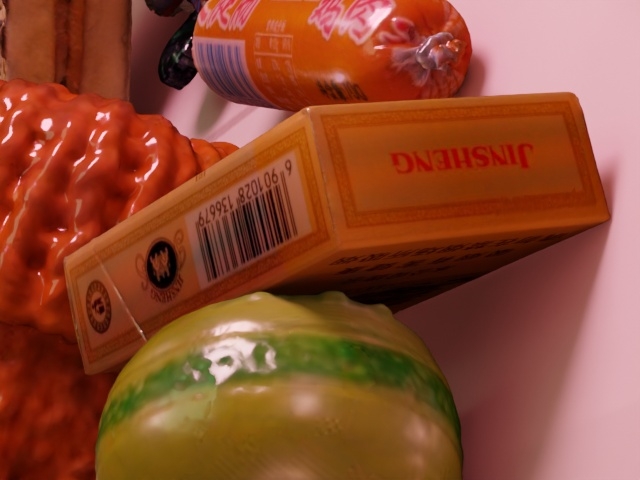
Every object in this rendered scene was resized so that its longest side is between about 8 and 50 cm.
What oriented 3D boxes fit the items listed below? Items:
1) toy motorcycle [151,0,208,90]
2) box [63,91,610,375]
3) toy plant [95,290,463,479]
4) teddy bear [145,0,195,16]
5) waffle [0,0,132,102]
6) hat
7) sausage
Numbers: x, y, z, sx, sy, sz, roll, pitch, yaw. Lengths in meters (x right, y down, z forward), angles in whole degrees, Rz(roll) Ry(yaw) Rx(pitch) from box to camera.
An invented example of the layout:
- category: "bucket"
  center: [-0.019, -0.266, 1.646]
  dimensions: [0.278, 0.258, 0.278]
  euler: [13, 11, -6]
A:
- category: "toy motorcycle"
  center: [-0.069, -0.220, 1.561]
  dimensions: [0.122, 0.082, 0.213]
  euler: [-21, 44, 53]
- category: "box"
  center: [0.000, 0.000, 1.078]
  dimensions: [0.274, 0.174, 0.076]
  euler: [-27, 71, 53]
- category: "toy plant"
  center: [-0.021, 0.198, 0.945]
  dimensions: [0.224, 0.184, 0.316]
  euler: [-19, 51, 21]
- category: "teddy bear"
  center: [-0.114, -0.299, 1.697]
  dimensions: [0.133, 0.111, 0.213]
  euler: [-2, 65, 65]
- category: "waffle"
  center: [-0.232, -0.245, 1.689]
  dimensions: [0.261, 0.114, 0.376]
  euler: [-119, 30, -57]
- category: "hat"
  center: [-0.171, 0.109, 1.307]
  dimensions: [0.285, 0.285, 0.400]
  euler: [-13, 71, 61]
- category: "sausage"
  center: [0.011, -0.125, 1.293]
  dimensions: [0.093, 0.093, 0.312]
  euler: [-66, 24, -4]
